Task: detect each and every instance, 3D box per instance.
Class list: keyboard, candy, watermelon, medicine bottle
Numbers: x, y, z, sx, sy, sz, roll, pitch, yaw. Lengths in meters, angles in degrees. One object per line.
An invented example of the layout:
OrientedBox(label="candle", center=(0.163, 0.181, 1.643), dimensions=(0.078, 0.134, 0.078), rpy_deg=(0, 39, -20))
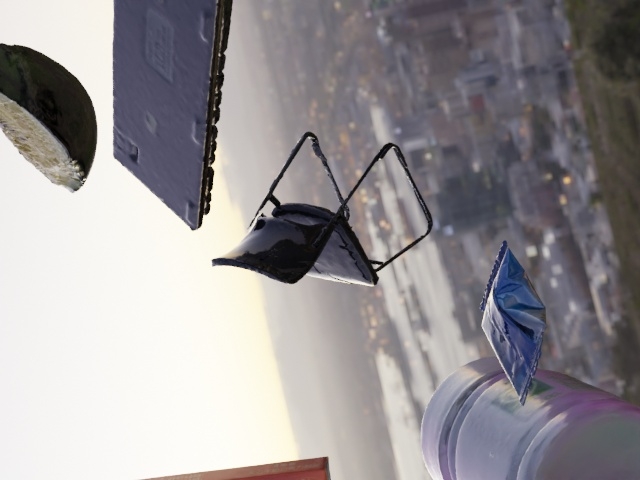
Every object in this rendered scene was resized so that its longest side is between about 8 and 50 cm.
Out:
OrientedBox(label="keyboard", center=(-0.097, -0.131, 0.821), dimensions=(0.106, 0.027, 0.317), rpy_deg=(43, 150, 19))
OrientedBox(label="candy", center=(0.177, 0.074, 1.188), dimensions=(0.136, 0.038, 0.088), rpy_deg=(-106, 26, -50))
OrientedBox(label="watermelon", center=(-0.391, -0.169, 1.794), dimensions=(0.301, 0.129, 0.123), rpy_deg=(57, -148, -49))
OrientedBox(label="medicine bottle", center=(0.271, 0.265, 1.542), dimensions=(0.325, 0.212, 0.212), rpy_deg=(-166, 62, -74))

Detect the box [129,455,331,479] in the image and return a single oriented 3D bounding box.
OrientedBox(label="box", center=(-0.103, 0.407, 1.588), dimensions=(0.048, 0.273, 0.265), rpy_deg=(-79, -19, -75))

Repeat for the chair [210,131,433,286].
OrientedBox(label="chair", center=(0.000, 0.000, 1.475), dimensions=(0.140, 0.221, 0.145), rpy_deg=(10, 140, 41))
